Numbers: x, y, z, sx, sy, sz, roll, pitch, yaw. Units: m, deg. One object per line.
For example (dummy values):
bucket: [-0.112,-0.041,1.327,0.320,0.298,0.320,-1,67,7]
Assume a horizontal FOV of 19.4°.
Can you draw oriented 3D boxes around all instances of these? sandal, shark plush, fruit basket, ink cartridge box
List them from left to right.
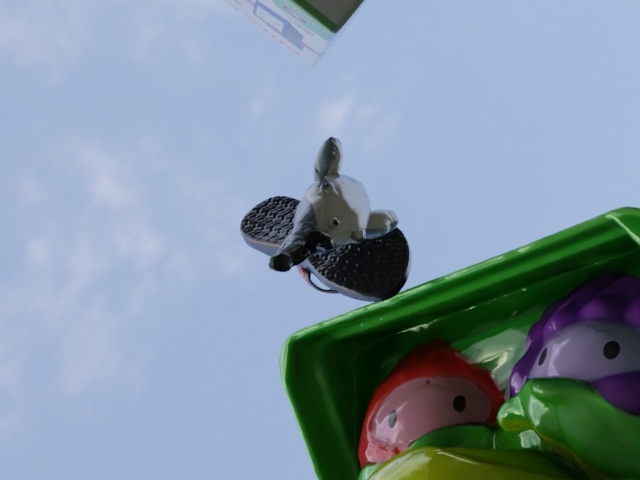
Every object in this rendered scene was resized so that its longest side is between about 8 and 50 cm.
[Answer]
ink cartridge box: [-0.032,-0.223,1.440,0.154,0.212,0.093,37,-93,-3]
shark plush: [0.000,0.000,1.201,0.073,0.067,0.161,48,-160,-16]
sandal: [0.009,0.010,1.358,0.067,0.179,0.040,-38,-56,-21]
fruit basket: [0.118,0.159,1.259,0.392,0.392,0.283,-18,-95,-29]
